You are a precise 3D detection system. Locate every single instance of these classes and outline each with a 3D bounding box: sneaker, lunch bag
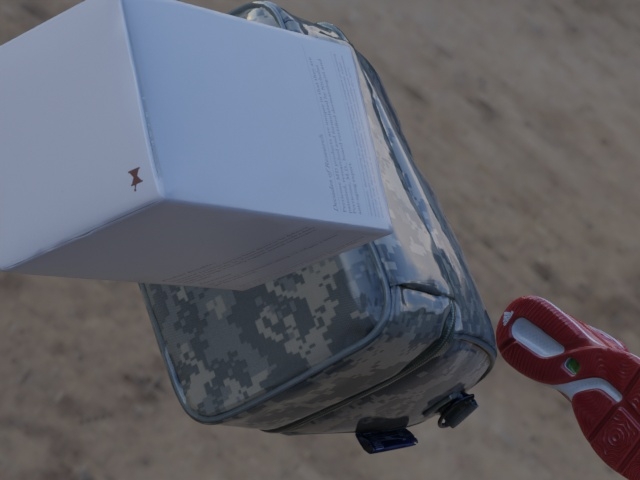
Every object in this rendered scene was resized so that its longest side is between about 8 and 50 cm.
[{"bbox_3d":[0.256,0.125,1.511,0.128,0.087,0.221,13,29,-51],"label":"sneaker"},{"bbox_3d":[0.000,0.000,1.408,0.256,0.212,0.305,11,51,-56],"label":"lunch bag"}]

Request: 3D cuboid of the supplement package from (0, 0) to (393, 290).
[{"bbox_3d":[-0.065,-0.042,0.877,0.179,0.105,0.105,7,67,-54],"label":"supplement package"}]
